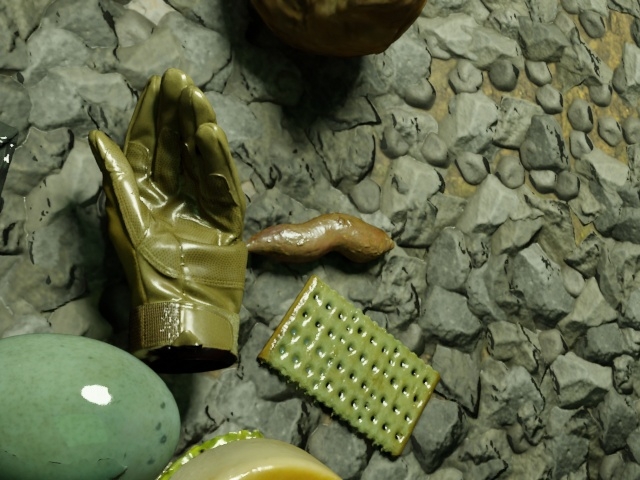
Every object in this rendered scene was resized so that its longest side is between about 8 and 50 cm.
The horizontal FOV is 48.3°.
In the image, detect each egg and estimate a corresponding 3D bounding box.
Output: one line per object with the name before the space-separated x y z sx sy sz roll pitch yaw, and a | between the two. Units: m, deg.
egg | -0.253 0.174 0.680 0.236 0.169 0.169 6 75 3

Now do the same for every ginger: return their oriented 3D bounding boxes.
ginger | 0.038 -0.328 0.879 0.223 0.269 0.200 -18 113 -56

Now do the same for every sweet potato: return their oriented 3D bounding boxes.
sweet potato | 0.000 -0.003 0.908 0.218 0.051 0.065 0 82 -25

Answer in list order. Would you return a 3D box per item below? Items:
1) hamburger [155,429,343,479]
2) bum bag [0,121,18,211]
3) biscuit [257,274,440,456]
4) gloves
hamburger | -0.077 0.343 0.731 0.300 0.176 0.300 6 76 -25
bum bag | -0.375 -0.043 0.742 0.087 0.049 0.198 14 74 -25
biscuit | 0.044 0.163 0.915 0.231 0.016 0.139 40 65 -13
gloves | -0.159 -0.022 0.784 0.154 0.141 0.331 -8 78 7
